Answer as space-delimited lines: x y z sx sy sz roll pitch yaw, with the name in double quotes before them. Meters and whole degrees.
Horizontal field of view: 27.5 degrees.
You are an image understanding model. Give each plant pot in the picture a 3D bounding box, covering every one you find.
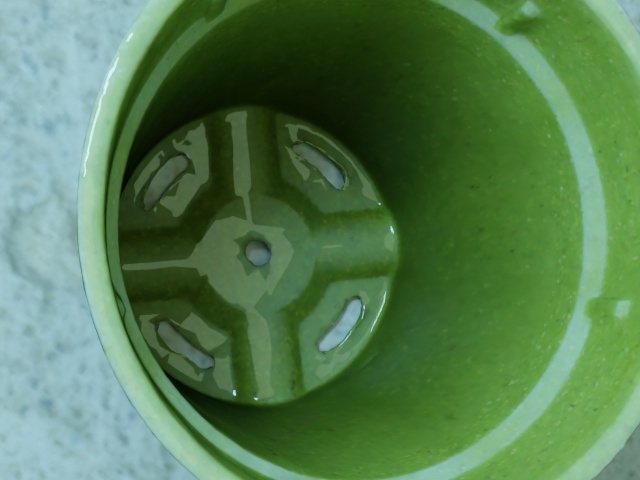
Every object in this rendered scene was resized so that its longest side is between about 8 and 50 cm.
"plant pot" 0.000 0.000 0.657 0.276 0.254 0.276 2 85 -18
